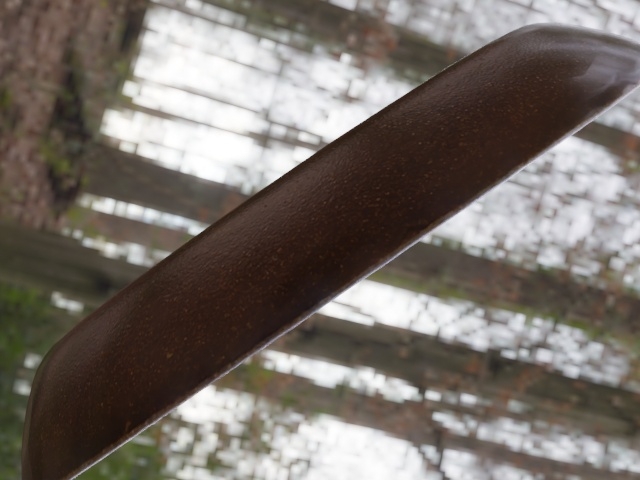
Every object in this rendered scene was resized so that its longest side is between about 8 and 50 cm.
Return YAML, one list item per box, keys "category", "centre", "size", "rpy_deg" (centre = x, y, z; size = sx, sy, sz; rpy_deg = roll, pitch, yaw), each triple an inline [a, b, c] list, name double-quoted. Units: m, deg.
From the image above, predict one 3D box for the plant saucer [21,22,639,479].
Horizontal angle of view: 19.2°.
- category: "plant saucer"
  centre: [0.000, 0.000, 0.762]
  size: [0.050, 0.310, 0.310]
  rpy_deg: [56, -41, 1]
